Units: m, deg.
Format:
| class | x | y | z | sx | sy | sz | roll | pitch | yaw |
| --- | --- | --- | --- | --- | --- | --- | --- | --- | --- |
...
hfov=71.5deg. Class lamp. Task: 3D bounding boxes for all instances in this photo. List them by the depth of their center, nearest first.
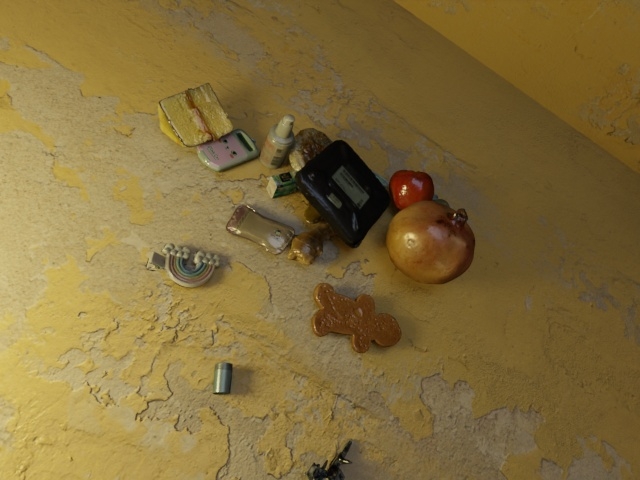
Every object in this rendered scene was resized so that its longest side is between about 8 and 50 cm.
| class | x | y | z | sx | sy | sz | roll | pitch | yaw |
| --- | --- | --- | --- | --- | --- | --- | --- | --- | --- |
| lamp | 0.500 | -0.164 | 1.935 | 0.091 | 0.091 | 0.163 | 4 | 46 | -22 |

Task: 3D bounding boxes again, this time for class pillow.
| class | x | y | z | sx | sy | sz | roll | pitch | yaw |
| --- | --- | --- | --- | --- | --- | --- | --- | --- | --- |
| pillow | -0.211 | -0.038 | 1.552 | 0.232 | 0.038 | 0.131 | 25 | 60 | 6 |

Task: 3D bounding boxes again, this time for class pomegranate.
| class | x | y | z | sx | sy | sz | roll | pitch | yaw |
| --- | --- | --- | --- | --- | --- | --- | --- | --- | --- |
| pomegranate | 0.423 | -0.002 | 1.658 | 0.338 | 0.338 | 0.338 | 11 | 59 | -18 |

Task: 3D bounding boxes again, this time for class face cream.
| class | x | y | z | sx | sy | sz | roll | pitch | yaw |
| --- | --- | --- | --- | --- | --- | --- | --- | --- | --- |
| face cream | -0.151 | -0.377 | 1.654 | 0.101 | 0.252 | 0.101 | 11 | 59 | -18 |

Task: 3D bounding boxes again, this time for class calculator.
| class | x | y | z | sx | sy | sz | roll | pitch | yaw |
| --- | --- | --- | --- | --- | --- | --- | --- | --- | --- |
| calculator | -0.346 | -0.341 | 1.677 | 0.246 | 0.045 | 0.141 | -29 | 77 | -34 |

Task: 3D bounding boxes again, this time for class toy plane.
| class | x | y | z | sx | sy | sz | roll | pitch | yaw |
| --- | --- | --- | --- | --- | --- | --- | --- | --- | --- |
| toy plane | 0.037 | 0.668 | 1.256 | 0.262 | 0.088 | 0.192 | -40 | 110 | -38 |

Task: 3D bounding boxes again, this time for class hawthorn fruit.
| class | x | y | z | sx | sy | sz | roll | pitch | yaw |
| --- | --- | --- | --- | --- | --- | --- | --- | --- | --- |
| hawthorn fruit | 0.370 | -0.180 | 1.835 | 0.196 | 0.196 | 0.225 | 8 | 90 | -20 |

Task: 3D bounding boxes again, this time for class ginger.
| class | x | y | z | sx | sy | sz | roll | pitch | yaw |
| --- | --- | --- | --- | --- | --- | --- | --- | --- | --- |
| ginger | 0.000 | 0.000 | 1.619 | 0.294 | 0.086 | 0.131 | -25 | 53 | -37 |

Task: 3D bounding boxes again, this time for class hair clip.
| class | x | y | z | sx | sy | sz | roll | pitch | yaw |
| --- | --- | --- | --- | --- | --- | --- | --- | --- | --- |
| hair clip | -0.432 | 0.084 | 1.404 | 0.220 | 0.054 | 0.140 | 16 | 51 | -20 |

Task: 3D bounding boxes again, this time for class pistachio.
| class | x | y | z | sx | sy | sz | roll | pitch | yaw |
| --- | --- | --- | --- | --- | --- | --- | --- | --- | --- |
| pistachio | -0.002 | -0.113 | 1.698 | 0.089 | 0.049 | 0.173 | 21 | 55 | 16 |

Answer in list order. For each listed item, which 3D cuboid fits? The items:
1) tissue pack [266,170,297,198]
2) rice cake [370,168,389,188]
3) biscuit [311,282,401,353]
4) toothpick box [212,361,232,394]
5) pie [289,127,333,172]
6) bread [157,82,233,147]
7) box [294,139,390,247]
| class | x | y | z | sx | sy | sz | roll | pitch | yaw |
| --- | --- | --- | --- | --- | --- | --- | --- | --- | --- |
| tissue pack | -0.142 | -0.219 | 1.674 | 0.111 | 0.085 | 0.079 | -19 | 70 | -30 |
| rice cake | 0.189 | -0.291 | 1.869 | 0.221 | 0.080 | 0.042 | 35 | 91 | -2 |
| biscuit | 0.123 | 0.283 | 1.535 | 0.339 | 0.047 | 0.216 | 17 | 60 | -17 |
| toothpick box | -0.283 | 0.400 | 1.286 | 0.052 | 0.052 | 0.083 | 9 | 61 | -19 |
| pie | -0.013 | -0.322 | 1.769 | 0.274 | 0.055 | 0.274 | 17 | 61 | -33 |
| bread | -0.439 | -0.449 | 1.615 | 0.178 | 0.135 | 0.240 | 36 | 50 | 22 |
| box | 0.096 | -0.187 | 1.696 | 0.359 | 0.091 | 0.350 | 48 | 46 | -9 |
